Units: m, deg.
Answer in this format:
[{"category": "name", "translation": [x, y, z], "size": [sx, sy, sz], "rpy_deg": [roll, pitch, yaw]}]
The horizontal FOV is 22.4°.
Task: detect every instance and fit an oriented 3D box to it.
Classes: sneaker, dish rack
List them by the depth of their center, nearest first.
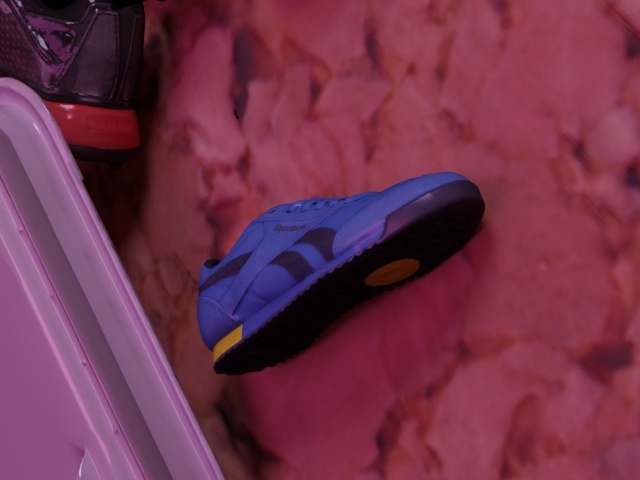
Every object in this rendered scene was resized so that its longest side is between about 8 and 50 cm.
[{"category": "sneaker", "translation": [0.000, 0.000, 0.887], "size": [0.209, 0.069, 0.082], "rpy_deg": [-34, 62, 40]}, {"category": "dish rack", "translation": [-0.206, 0.095, 1.029], "size": [0.285, 0.072, 0.332], "rpy_deg": [-36, 78, 46]}, {"category": "sneaker", "translation": [-0.207, -0.150, 1.085], "size": [0.276, 0.098, 0.135], "rpy_deg": [29, 110, 40]}]

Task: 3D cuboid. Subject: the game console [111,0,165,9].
[{"category": "game console", "translation": [-0.100, -0.212, 0.988], "size": [0.107, 0.071, 0.122], "rpy_deg": [48, 116, 35]}]
